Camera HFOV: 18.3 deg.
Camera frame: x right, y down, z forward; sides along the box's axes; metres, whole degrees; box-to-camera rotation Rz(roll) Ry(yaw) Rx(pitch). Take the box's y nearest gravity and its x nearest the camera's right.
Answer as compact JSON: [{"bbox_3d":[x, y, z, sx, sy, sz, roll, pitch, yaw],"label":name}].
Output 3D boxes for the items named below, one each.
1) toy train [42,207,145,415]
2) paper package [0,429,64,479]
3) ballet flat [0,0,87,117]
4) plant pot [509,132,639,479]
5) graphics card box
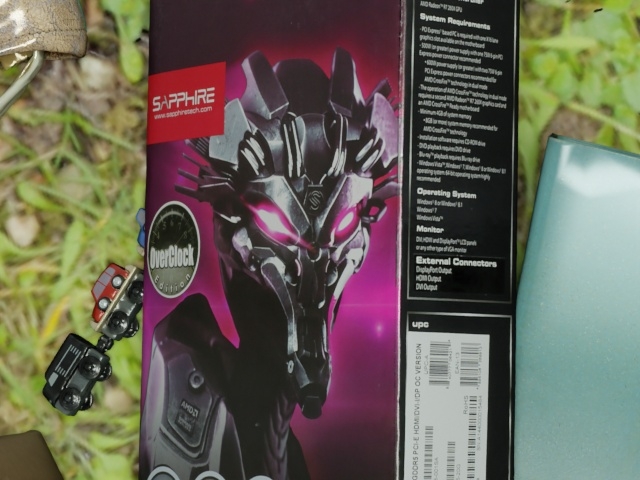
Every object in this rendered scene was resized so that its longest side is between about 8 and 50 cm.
[{"bbox_3d":[-0.120,0.033,1.197,0.036,0.027,0.158,32,91,17],"label":"toy train"},{"bbox_3d":[-0.273,0.239,1.049,0.309,0.325,0.168,-28,85,3],"label":"paper package"},{"bbox_3d":[-0.278,-0.071,1.182,0.316,0.107,0.106,-30,94,4],"label":"ballet flat"},{"bbox_3d":[0.178,0.073,1.104,0.165,0.166,0.234,15,96,6],"label":"plant pot"},{"bbox_3d":[0.000,0.000,1.092,0.233,0.094,0.371,-2,87,50],"label":"graphics card box"}]
